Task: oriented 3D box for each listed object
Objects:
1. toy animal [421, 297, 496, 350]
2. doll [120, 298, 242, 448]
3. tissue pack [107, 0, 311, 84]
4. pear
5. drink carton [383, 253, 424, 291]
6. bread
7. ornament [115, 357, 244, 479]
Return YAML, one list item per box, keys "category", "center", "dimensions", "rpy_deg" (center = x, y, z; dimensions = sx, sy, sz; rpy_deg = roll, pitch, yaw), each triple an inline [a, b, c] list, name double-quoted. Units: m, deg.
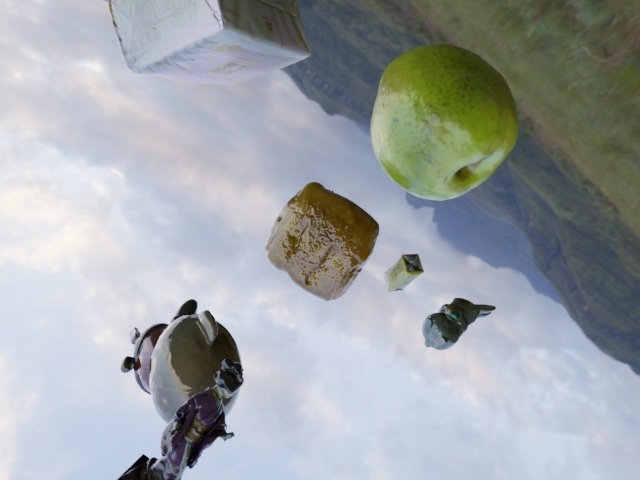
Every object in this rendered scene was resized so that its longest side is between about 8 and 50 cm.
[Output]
- category: "toy animal"
  center: [0.432, 0.243, 1.515]
  dimensions: [0.251, 0.127, 0.126]
  rpy_deg: [-24, -86, -26]
- category: "doll"
  center: [-0.257, 0.228, 0.892]
  dimensions: [0.174, 0.235, 0.329]
  rpy_deg: [4, 175, -35]
- category: "tissue pack"
  center: [-0.154, -0.315, 0.720]
  dimensions: [0.225, 0.184, 0.124]
  rpy_deg: [-22, -80, -59]
- category: "pear"
  center: [0.296, -0.309, 1.222]
  dimensions: [0.391, 0.391, 0.391]
  rpy_deg: [28, -155, -15]
- category: "drink carton"
  center: [0.251, 0.114, 1.544]
  dimensions: [0.074, 0.200, 0.084]
  rpy_deg: [-4, -117, -22]
- category: "bread"
  center: [-0.003, 0.002, 1.567]
  dimensions: [0.337, 0.328, 0.148]
  rpy_deg: [37, -158, 8]
- category: "ornament"
  center: [-0.156, 0.248, 0.618]
  dimensions: [0.081, 0.203, 0.088]
  rpy_deg: [41, -179, 3]
